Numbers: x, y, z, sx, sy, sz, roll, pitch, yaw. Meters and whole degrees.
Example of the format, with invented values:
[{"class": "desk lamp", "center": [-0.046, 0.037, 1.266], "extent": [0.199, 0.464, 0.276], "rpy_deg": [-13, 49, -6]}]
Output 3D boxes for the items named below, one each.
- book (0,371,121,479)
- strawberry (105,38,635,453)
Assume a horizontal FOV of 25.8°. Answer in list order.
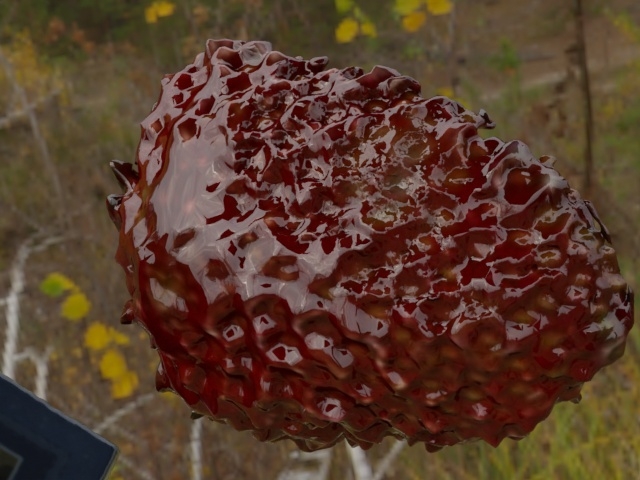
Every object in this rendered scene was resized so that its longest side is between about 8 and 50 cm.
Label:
[{"class": "book", "center": [-0.222, 0.082, 0.506], "extent": [0.025, 0.269, 0.191], "rpy_deg": [-42, 18, 44]}, {"class": "strawberry", "center": [-0.005, 0.001, 0.492], "extent": [0.087, 0.167, 0.208], "rpy_deg": [-17, 3, -41]}]
